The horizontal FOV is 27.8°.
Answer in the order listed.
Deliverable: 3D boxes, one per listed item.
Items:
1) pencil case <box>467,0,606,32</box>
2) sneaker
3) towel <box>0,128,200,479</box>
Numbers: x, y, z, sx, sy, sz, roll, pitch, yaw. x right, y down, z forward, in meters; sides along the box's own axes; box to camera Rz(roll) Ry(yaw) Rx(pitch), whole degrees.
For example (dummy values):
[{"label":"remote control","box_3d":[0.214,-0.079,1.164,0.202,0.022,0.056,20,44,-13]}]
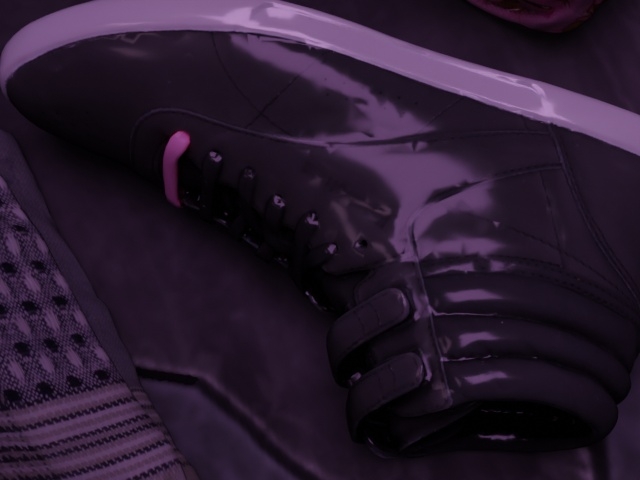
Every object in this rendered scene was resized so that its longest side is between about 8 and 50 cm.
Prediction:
[{"label":"pencil case","box_3d":[0.170,-0.272,0.586,0.167,0.160,0.386,38,75,12]},{"label":"sneaker","box_3d":[0.000,0.000,0.512,0.296,0.104,0.147,14,65,1]},{"label":"towel","box_3d":[-0.148,0.006,0.408,0.056,0.324,0.312,-37,73,10]}]
